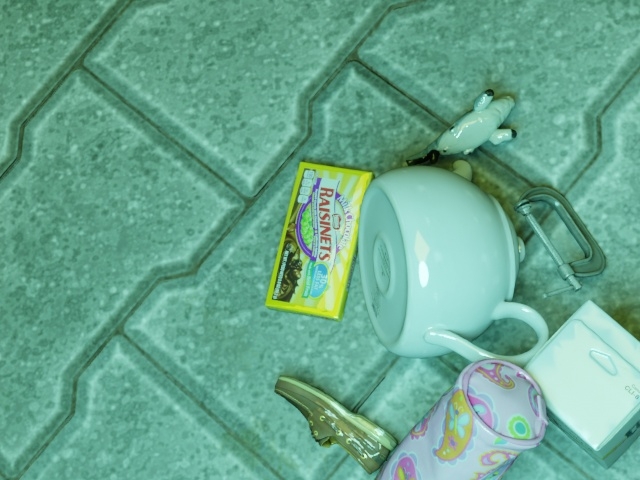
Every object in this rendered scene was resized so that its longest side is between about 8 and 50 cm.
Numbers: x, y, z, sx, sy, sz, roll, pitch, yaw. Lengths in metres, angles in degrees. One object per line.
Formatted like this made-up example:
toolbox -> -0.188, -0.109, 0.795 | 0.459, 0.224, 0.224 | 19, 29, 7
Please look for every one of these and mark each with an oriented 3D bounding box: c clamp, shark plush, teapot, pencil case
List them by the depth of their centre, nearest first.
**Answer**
pencil case -> 0.151, 0.257, 1.547 | 0.124, 0.284, 0.124 | 16, 43, -16
teapot -> 0.163, 0.025, 1.651 | 0.187, 0.252, 0.256 | -4, 91, -14
c clamp -> 0.292, -0.003, 1.676 | 0.022, 0.137, 0.161 | -53, 53, 42
shark plush -> 0.191, -0.136, 1.776 | 0.161, 0.067, 0.073 | -42, 104, 9

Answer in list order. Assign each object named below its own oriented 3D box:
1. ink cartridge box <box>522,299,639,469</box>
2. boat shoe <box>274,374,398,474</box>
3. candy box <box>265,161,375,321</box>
ink cartridge box -> 0.324, 0.171, 1.574 | 0.127, 0.176, 0.128 | -46, 67, -2
boat shoe -> 0.010, 0.231, 1.702 | 0.178, 0.064, 0.060 | 30, 81, 19
candy box -> 0.000, 0.000, 1.796 | 0.105, 0.027, 0.206 | 10, 76, 14
